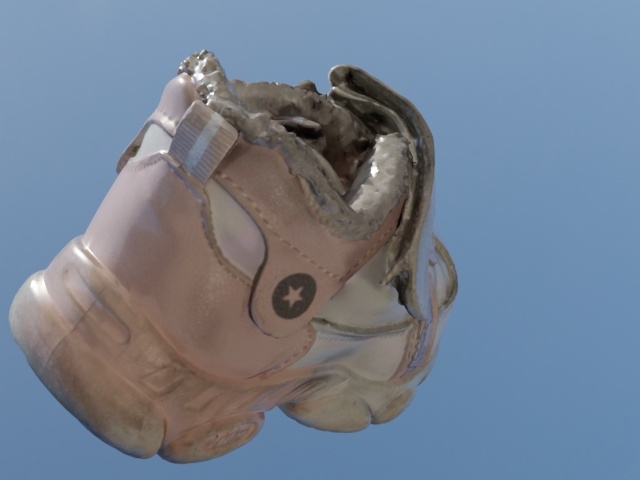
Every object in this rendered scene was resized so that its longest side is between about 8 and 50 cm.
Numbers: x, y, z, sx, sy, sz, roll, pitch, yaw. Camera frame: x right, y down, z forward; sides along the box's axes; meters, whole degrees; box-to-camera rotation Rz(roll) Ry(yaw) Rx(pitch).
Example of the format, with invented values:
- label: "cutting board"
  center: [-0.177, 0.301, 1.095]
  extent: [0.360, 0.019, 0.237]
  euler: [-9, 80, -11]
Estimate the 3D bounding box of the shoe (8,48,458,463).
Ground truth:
- label: "shoe"
  center: [0.002, 0.002, 0.701]
  extent: [0.172, 0.198, 0.351]
  euler: [43, -154, 18]
